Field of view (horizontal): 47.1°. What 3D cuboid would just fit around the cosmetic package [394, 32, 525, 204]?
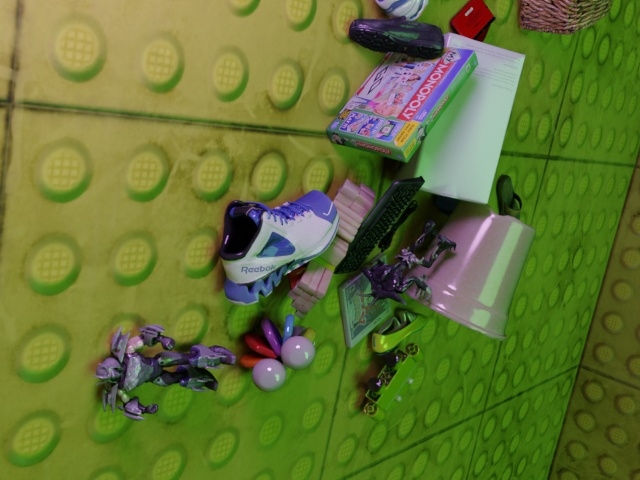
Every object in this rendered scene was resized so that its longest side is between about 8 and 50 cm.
[{"bbox_3d":[0.343,-0.298,1.838,0.217,0.156,0.384,14,97,-13],"label":"cosmetic package"}]

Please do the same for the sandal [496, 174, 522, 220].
[{"bbox_3d":[0.638,-0.127,2.439,0.090,0.060,0.219,-48,138,-26],"label":"sandal"}]

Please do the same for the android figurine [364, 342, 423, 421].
[{"bbox_3d":[0.213,0.409,2.124,0.248,0.056,0.273,-54,152,-10],"label":"android figurine"}]

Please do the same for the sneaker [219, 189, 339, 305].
[{"bbox_3d":[-0.094,-0.025,1.527,0.315,0.128,0.182,-43,138,-28],"label":"sneaker"}]

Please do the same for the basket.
[{"bbox_3d":[0.739,-0.765,2.147,0.299,0.214,0.223,-41,135,-32],"label":"basket"}]

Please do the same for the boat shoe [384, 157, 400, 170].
[{"bbox_3d":[0.196,-0.249,1.841,0.049,0.056,0.152,-13,116,-42],"label":"boat shoe"}]

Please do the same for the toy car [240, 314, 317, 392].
[{"bbox_3d":[-0.098,0.238,1.638,0.182,0.159,0.136,-38,95,5],"label":"toy car"}]

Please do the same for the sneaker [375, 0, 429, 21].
[{"bbox_3d":[0.210,-0.641,1.635,0.131,0.112,0.296,10,97,-52],"label":"sneaker"}]

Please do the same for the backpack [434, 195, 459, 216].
[{"bbox_3d":[0.387,-0.114,2.106,0.120,0.098,0.101,-9,118,-50],"label":"backpack"}]

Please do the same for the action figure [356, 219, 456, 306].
[{"bbox_3d":[0.217,0.083,1.855,0.276,0.164,0.141,-42,140,-12],"label":"action figure"}]

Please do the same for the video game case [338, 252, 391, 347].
[{"bbox_3d":[0.123,0.161,1.966,0.183,0.023,0.201,-37,132,-36],"label":"video game case"}]

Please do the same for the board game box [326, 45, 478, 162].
[{"bbox_3d":[0.186,-0.325,1.666,0.317,0.214,0.046,-53,140,-21],"label":"board game box"}]

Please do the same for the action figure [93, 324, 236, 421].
[{"bbox_3d":[-0.309,0.247,1.414,0.285,0.099,0.185,6,110,-48],"label":"action figure"}]

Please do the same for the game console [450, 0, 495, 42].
[{"bbox_3d":[0.398,-0.565,1.983,0.124,0.085,0.144,49,63,-15],"label":"game console"}]

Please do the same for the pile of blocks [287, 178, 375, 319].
[{"bbox_3d":[0.000,0.000,1.697,0.113,0.149,0.362,34,63,-9],"label":"pile of blocks"}]

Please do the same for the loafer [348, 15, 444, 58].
[{"bbox_3d":[0.170,-0.463,1.643,0.223,0.076,0.078,6,69,-15],"label":"loafer"}]

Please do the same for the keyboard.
[{"bbox_3d":[0.155,-0.033,1.787,0.202,0.033,0.317,-15,148,-49],"label":"keyboard"}]

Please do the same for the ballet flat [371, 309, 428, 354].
[{"bbox_3d":[0.227,0.244,2.097,0.231,0.077,0.077,-29,110,-38],"label":"ballet flat"}]

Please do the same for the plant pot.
[{"bbox_3d":[0.418,0.059,1.995,0.334,0.334,0.305,18,100,-53],"label":"plant pot"}]
